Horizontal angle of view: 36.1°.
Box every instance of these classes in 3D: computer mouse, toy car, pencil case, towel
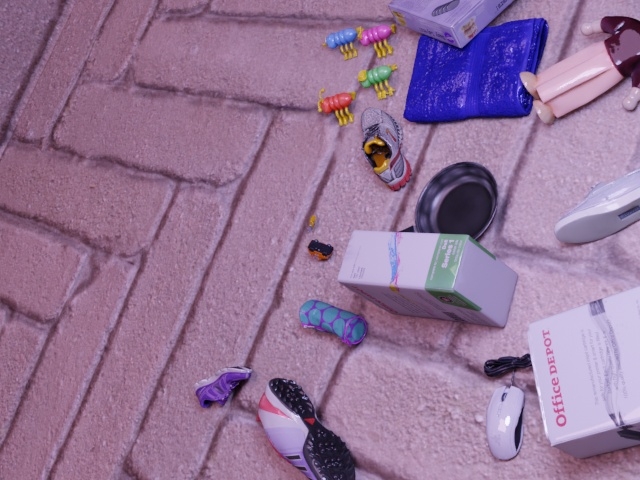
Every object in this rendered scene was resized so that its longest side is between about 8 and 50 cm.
[{"bbox_3d":[0.336,0.298,1.781,0.106,0.042,0.193,-8,63,37],"label":"computer mouse"},{"bbox_3d":[0.000,0.000,2.244,0.122,0.060,0.040,-86,5,-46],"label":"toy car"},{"bbox_3d":[0.025,0.175,2.096,0.151,0.064,0.070,15,62,44],"label":"pencil case"},{"bbox_3d":[0.326,-0.369,2.120,0.308,0.076,0.228,0,67,40],"label":"towel"}]

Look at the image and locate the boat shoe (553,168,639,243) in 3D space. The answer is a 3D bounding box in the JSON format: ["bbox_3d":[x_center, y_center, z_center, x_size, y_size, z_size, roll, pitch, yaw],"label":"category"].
[{"bbox_3d":[0.530,-0.069,1.795,0.227,0.079,0.081,-26,44,22],"label":"boat shoe"}]

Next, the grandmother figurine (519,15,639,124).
[{"bbox_3d":[0.566,-0.347,1.888,0.342,0.104,0.208,-31,76,27],"label":"grandmother figurine"}]

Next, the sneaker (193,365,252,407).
[{"bbox_3d":[-0.214,0.333,2.231,0.170,0.068,0.071,-32,65,35],"label":"sneaker"}]

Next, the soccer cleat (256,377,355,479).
[{"bbox_3d":[-0.035,0.421,2.005,0.318,0.108,0.116,50,123,42],"label":"soccer cleat"}]

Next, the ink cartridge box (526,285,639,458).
[{"bbox_3d":[0.519,0.208,1.612,0.307,0.129,0.223,-23,55,30],"label":"ink cartridge box"}]

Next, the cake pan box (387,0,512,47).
[{"bbox_3d":[0.317,-0.558,2.178,0.267,0.070,0.245,-44,41,-10],"label":"cake pan box"}]

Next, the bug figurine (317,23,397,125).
[{"bbox_3d":[0.084,-0.424,2.358,0.216,0.072,0.279,-15,58,34],"label":"bug figurine"}]

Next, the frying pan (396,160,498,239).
[{"bbox_3d":[0.240,-0.020,2.026,0.326,0.053,0.197,-49,46,12],"label":"frying pan"}]

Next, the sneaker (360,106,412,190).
[{"bbox_3d":[0.136,-0.220,2.191,0.088,0.092,0.225,-36,48,21],"label":"sneaker"}]

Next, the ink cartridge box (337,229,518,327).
[{"bbox_3d":[0.205,0.071,1.900,0.278,0.201,0.117,3,70,42],"label":"ink cartridge box"}]
